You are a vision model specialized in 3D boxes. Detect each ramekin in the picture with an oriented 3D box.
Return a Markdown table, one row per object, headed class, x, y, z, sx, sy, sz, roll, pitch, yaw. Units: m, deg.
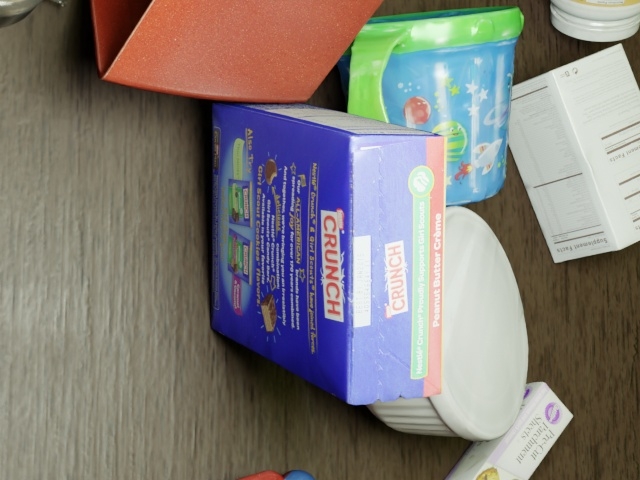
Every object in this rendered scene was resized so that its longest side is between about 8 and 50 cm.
| class | x | y | z | sx | sy | sz | roll | pitch | yaw |
| --- | --- | --- | --- | --- | --- | --- | --- | --- | --- |
| ramekin | 0.129 | 0.102 | 1.626 | 0.273 | 0.127 | 0.273 | 26 | 59 | -54 |

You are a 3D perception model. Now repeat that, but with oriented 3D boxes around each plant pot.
| class | x | y | z | sx | sy | sz | roll | pitch | yaw |
| --- | --- | --- | --- | --- | --- | --- | --- | --- | --- |
| plant pot | -0.080 | -0.298 | 1.493 | 0.235 | 0.267 | 0.267 | 21 | 34 | -29 |

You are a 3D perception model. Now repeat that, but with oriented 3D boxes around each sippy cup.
| class | x | y | z | sx | sy | sz | roll | pitch | yaw |
| --- | --- | --- | --- | --- | --- | --- | --- | --- | --- |
| sippy cup | 0.130 | -0.158 | 1.673 | 0.305 | 0.240 | 0.224 | -10 | 101 | -25 |

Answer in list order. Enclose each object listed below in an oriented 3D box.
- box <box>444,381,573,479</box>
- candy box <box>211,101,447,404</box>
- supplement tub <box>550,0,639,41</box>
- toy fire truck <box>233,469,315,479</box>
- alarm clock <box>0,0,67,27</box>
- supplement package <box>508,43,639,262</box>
| class | x | y | z | sx | sy | sz | roll | pitch | yaw |
| --- | --- | --- | --- | --- | --- | --- | --- | --- | --- |
| box | 0.191 | 0.309 | 1.708 | 0.067 | 0.063 | 0.324 | 50 | 61 | -14 |
| candy box | 0.000 | 0.000 | 1.469 | 0.122 | 0.317 | 0.268 | -5 | 104 | -28 |
| supplement tub | 0.376 | -0.380 | 1.852 | 0.144 | 0.144 | 0.200 | -25 | 133 | -31 |
| toy fire truck | -0.040 | 0.385 | 1.524 | 0.302 | 0.169 | 0.254 | 54 | 37 | -11 |
| alarm clock | -0.371 | -0.296 | 1.503 | 0.192 | 0.064 | 0.129 | -13 | 88 | -28 |
| supplement package | 0.351 | -0.112 | 1.835 | 0.134 | 0.139 | 0.244 | -23 | 94 | -30 |
